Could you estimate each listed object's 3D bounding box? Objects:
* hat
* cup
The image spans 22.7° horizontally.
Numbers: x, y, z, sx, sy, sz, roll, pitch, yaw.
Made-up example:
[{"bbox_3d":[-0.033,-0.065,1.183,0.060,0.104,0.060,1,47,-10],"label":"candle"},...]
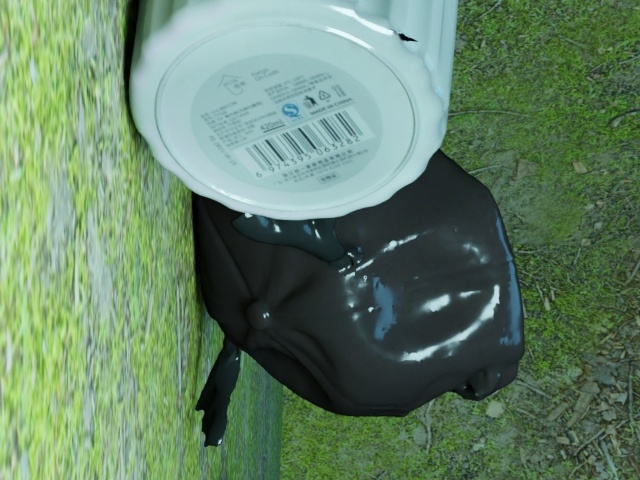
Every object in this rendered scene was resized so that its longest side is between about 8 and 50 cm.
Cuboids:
[{"bbox_3d":[-0.028,-0.016,1.101,0.238,0.209,0.336,-44,-115,48],"label":"hat"},{"bbox_3d":[-0.021,-0.145,0.771,0.221,0.166,0.202,52,31,-41],"label":"cup"}]
